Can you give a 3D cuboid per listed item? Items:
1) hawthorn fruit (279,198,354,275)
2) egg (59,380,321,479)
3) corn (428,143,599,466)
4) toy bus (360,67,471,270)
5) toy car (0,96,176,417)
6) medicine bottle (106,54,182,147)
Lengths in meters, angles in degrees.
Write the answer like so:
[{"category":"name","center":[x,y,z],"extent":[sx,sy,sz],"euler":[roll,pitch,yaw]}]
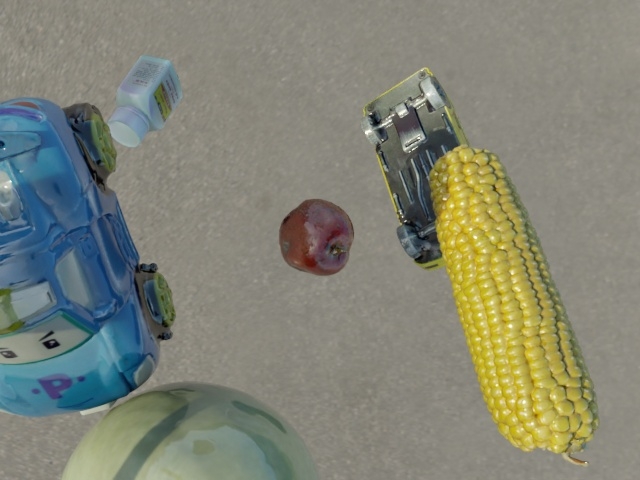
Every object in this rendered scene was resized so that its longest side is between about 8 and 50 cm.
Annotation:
[{"category":"hawthorn fruit","center":[0.000,0.000,1.021],"extent":[0.093,0.093,0.093],"euler":[6,78,-28]},{"category":"egg","center":[-0.127,0.269,0.882],"extent":[0.259,0.352,0.258],"euler":[7,66,-17]},{"category":"corn","center":[0.172,0.062,0.847],"extent":[0.102,0.101,0.310],"euler":[-5,66,-29]},{"category":"toy bus","center":[0.182,-0.100,1.438],"extent":[0.152,0.144,0.330],"euler":[33,33,-49]},{"category":"toy car","center":[-0.248,0.033,0.784],"extent":[0.198,0.166,0.314],"euler":[-13,114,4]},{"category":"medicine bottle","center":[-0.242,-0.187,1.259],"extent":[0.055,0.074,0.118],"euler":[16,57,18]}]
